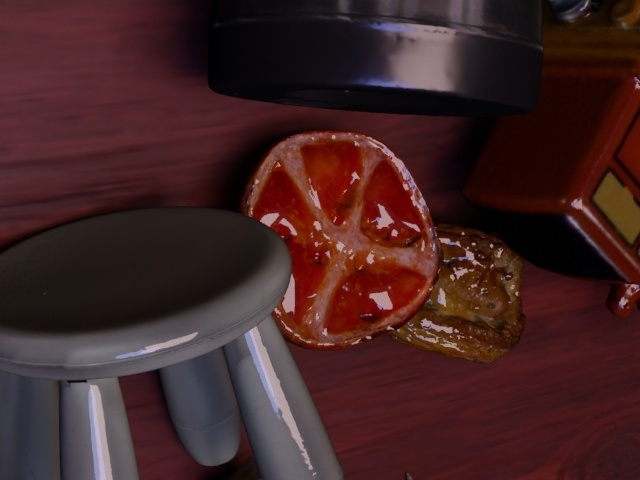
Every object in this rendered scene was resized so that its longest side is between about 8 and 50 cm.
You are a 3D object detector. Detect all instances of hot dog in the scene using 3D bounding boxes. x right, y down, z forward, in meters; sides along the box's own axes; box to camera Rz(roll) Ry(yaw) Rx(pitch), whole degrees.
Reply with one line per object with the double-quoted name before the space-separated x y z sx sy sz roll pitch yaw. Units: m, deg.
"hot dog" 0.103 0.042 0.988 0.147 0.065 0.099 17 75 -34

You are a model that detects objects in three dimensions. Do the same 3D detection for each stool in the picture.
"stool" -0.104 0.100 0.796 0.195 0.195 0.199 -21 118 -28

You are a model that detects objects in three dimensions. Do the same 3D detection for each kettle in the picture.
"kettle" 0.059 -0.217 0.818 0.250 0.207 0.271 2 93 -27

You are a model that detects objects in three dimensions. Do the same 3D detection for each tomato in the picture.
"tomato" 0.000 0.000 0.904 0.155 0.069 0.156 5 80 -29

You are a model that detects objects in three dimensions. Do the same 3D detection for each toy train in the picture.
"toy train" 0.252 -0.056 0.994 0.369 0.163 0.232 41 74 -34

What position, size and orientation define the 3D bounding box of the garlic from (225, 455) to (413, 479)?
"garlic" 0.000 0.242 0.953 0.206 0.128 0.115 20 118 -46
